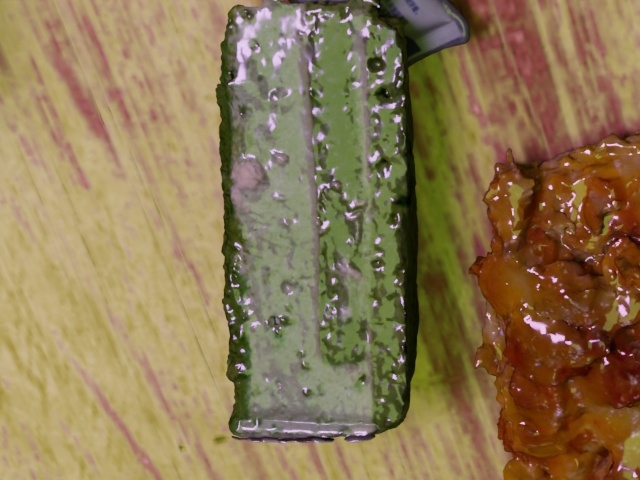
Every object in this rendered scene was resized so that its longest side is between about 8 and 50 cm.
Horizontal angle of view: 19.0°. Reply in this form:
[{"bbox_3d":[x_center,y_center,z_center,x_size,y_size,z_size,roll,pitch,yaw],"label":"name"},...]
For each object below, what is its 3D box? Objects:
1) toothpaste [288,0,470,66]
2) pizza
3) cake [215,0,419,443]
[{"bbox_3d":[-0.028,-0.184,0.918,0.069,0.047,0.268,-37,114,2],"label":"toothpaste"},{"bbox_3d":[0.173,0.040,1.006,0.226,0.086,0.335,31,119,-14],"label":"pizza"},{"bbox_3d":[0.001,-0.020,1.002,0.100,0.099,0.235,0,108,7],"label":"cake"}]
